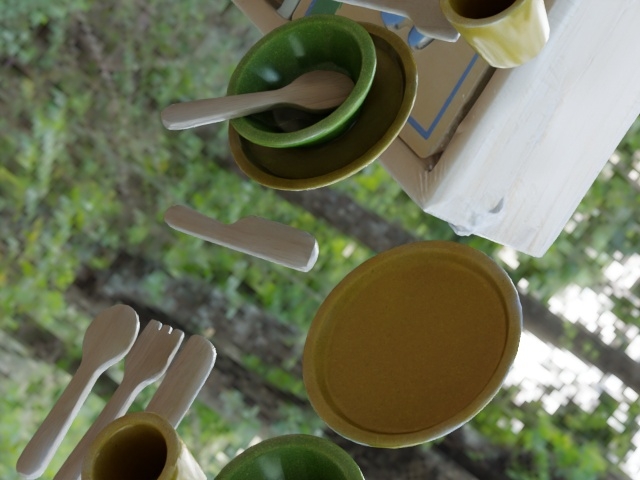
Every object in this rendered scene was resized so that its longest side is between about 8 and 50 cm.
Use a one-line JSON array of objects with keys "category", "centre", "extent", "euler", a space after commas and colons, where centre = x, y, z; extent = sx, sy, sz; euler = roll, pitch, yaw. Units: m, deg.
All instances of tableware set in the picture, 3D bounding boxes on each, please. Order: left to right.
[{"category": "tableware set", "centre": [0.000, 0.000, 0.339], "extent": [0.104, 0.024, 0.154], "euler": [19, -112, 36]}]

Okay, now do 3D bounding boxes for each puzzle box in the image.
[{"category": "puzzle box", "centre": [0.099, -0.229, 0.527], "extent": [0.409, 0.052, 0.272], "euler": [-59, -145, 15]}]
